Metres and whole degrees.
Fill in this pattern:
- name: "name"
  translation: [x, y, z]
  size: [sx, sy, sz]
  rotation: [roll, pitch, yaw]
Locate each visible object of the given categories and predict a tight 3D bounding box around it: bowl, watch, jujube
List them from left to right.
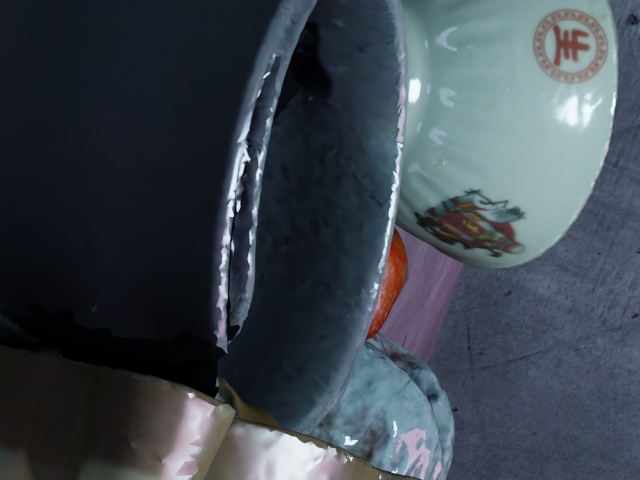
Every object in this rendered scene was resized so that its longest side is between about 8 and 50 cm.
- name: "watch"
  translation: [-0.073, -0.015, 0.810]
  size: [0.335, 0.314, 0.327]
  rotation: [48, 53, -67]
- name: "jujube"
  translation: [0.011, 0.257, 1.832]
  size: [0.308, 0.246, 0.215]
  rotation: [-52, 177, 11]
- name: "bowl"
  translation: [0.091, -0.141, 1.439]
  size: [0.157, 0.337, 0.337]
  rotation: [-1, 122, -34]

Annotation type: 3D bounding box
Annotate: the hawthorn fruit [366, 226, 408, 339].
- name: "hawthorn fruit"
  translation: [0.000, 0.000, 1.539]
  size: [0.163, 0.162, 0.203]
  rotation: [-58, 149, -39]
